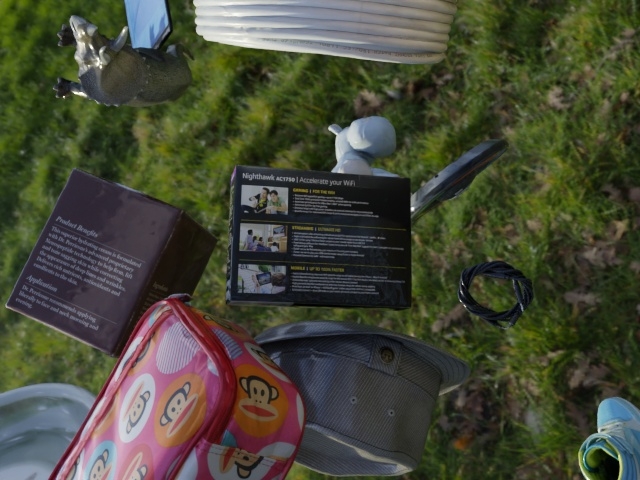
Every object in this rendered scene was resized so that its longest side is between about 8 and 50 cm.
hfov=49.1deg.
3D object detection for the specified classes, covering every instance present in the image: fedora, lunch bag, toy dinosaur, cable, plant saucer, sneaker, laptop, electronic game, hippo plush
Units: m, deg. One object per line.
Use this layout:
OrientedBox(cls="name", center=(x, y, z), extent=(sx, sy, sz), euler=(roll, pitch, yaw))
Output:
OrientedBox(cls="fedora", center=(0.036, 0.196, 0.805), extent=(0.244, 0.275, 0.124), euler=(-32, 41, 45))
OrientedBox(cls="lunch bag", center=(-0.159, 0.208, 0.683), extent=(0.293, 0.120, 0.258), euler=(-60, 33, 2))
OrientedBox(cls="toy dinosaur", center=(-0.251, -0.223, 0.951), extent=(0.160, 0.313, 0.121), euler=(23, 102, 21))
OrientedBox(cls="cable", center=(0.418, 0.122, 1.675), extent=(0.150, 0.184, 0.047), euler=(-52, 8, 17))
OrientedBox(cls="plant saucer", center=(-0.448, 0.366, 0.933), extent=(0.400, 0.401, 0.100), euler=(40, 154, 56))
OrientedBox(cls="sneaker", center=(0.678, 0.465, 1.625), extent=(0.127, 0.208, 0.319), euler=(-41, 26, 29))
OrientedBox(cls="cable", center=(0.004, -0.228, 0.684), extent=(0.257, 0.257, 0.089), euler=(-138, 49, -63))
OrientedBox(cls="laptop", center=(-0.326, -0.388, 0.998), extent=(0.234, 0.264, 0.136), euler=(-9, 55, 64))
OrientedBox(cls="electronic game", center=(0.238, -0.103, 1.247), extent=(0.048, 0.229, 0.229), euler=(54, 132, 7))
OrientedBox(cls="hippo plush", center=(0.114, -0.167, 1.720), extent=(0.294, 0.234, 0.236), euler=(-29, 40, 54))

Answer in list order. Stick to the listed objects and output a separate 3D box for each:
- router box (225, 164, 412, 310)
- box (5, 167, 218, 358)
OrientedBox(cls="router box", center=(0.000, 0.000, 0.690), extent=(0.046, 0.179, 0.133), euler=(141, 132, -75))
OrientedBox(cls="box", center=(-0.272, 0.041, 0.951), extent=(0.167, 0.169, 0.203), euler=(57, -124, -74))
